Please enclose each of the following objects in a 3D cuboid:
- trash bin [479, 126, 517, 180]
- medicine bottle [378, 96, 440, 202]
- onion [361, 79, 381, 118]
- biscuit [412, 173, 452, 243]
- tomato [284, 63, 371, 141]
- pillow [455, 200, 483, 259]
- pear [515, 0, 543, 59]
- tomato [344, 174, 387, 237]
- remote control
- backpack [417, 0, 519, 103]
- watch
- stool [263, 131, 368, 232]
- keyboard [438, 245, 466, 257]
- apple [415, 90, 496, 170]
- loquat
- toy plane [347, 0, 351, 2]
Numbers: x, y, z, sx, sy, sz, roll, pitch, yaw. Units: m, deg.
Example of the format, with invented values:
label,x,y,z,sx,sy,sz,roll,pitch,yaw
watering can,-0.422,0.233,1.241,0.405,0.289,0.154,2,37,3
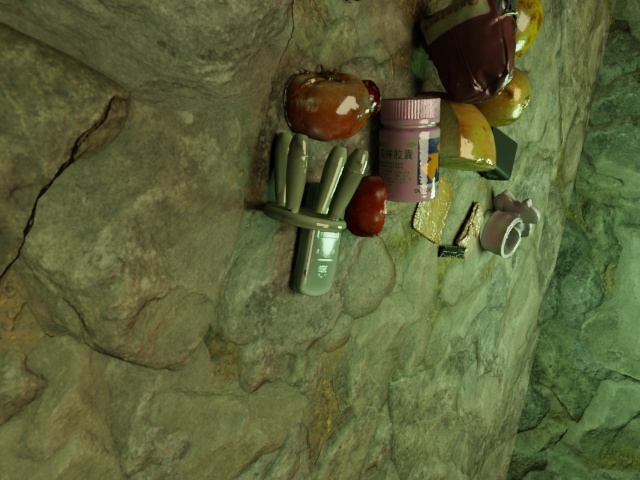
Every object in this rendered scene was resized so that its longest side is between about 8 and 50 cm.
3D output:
label,x,y,z,sx,sy,sz,roll,pitch,yaw
trash bin,0.673,-0.349,2.026,0.226,0.115,0.165,19,84,-49
medicine bottle,0.259,-0.267,1.496,0.178,0.178,0.290,-21,116,-46
onion,0.115,-0.374,1.365,0.107,0.097,0.107,11,90,-88
biscuit,0.409,-0.120,1.847,0.237,0.013,0.231,26,79,-51
tomato,0.038,-0.328,1.241,0.214,0.155,0.180,-30,125,-44
pillow,0.616,-0.041,2.096,0.232,0.043,0.126,-59,142,-25
pear,0.607,-0.726,1.730,0.281,0.281,0.280,-17,112,-47
tomato,0.112,-0.095,1.415,0.100,0.189,0.173,1,87,-15
remote control,0.000,0.000,1.351,0.140,0.056,0.296,4,98,-51
backpack,0.458,-0.564,1.514,0.197,0.283,0.316,-8,81,-44
watch,0.805,-0.050,2.216,0.217,0.211,0.248,-45,140,-23
stool,-0.015,-0.132,1.173,0.196,0.195,0.198,12,97,-19
keyboard,0.511,0.043,1.986,0.155,0.010,0.053,3,121,-42
apple,0.442,-0.335,1.703,0.309,0.313,0.252,-1,143,-45
loquat,0.606,-0.498,1.744,0.213,0.213,0.212,-17,112,-47
toy plane,0.063,-0.629,1.261,0.145,0.060,0.037,18,86,-36
